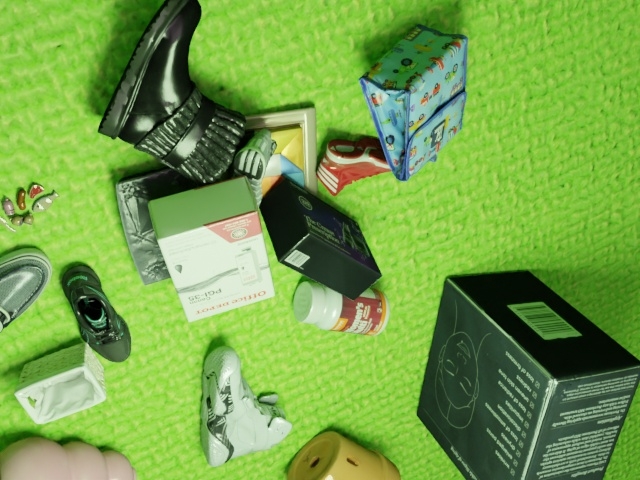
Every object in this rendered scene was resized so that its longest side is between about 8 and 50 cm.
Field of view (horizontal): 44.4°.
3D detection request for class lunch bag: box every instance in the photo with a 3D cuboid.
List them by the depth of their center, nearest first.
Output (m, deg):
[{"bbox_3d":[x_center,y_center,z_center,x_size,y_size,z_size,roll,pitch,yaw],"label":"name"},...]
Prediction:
[{"bbox_3d":[0.222,-0.287,1.746,0.221,0.138,0.293,-46,142,-26],"label":"lunch bag"}]

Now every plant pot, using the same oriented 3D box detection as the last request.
[{"bbox_3d":[0.045,0.662,2.137,0.291,0.291,0.203,-43,110,2],"label":"plant pot"}]

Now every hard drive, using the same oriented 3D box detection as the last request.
[{"bbox_3d":[-0.338,-0.038,1.689,0.171,0.054,0.255,-18,123,-15],"label":"hard drive"}]

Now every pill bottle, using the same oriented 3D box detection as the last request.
[{"bbox_3d":[0.051,0.166,1.941,0.221,0.121,0.121,10,112,-29],"label":"pill bottle"}]

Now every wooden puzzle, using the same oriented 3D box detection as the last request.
[{"bbox_3d":[-0.113,-0.173,1.724,0.238,0.044,0.221,-12,121,-19],"label":"wooden puzzle"}]

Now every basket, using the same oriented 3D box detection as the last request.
[{"bbox_3d":[-0.570,0.312,1.733,0.167,0.103,0.113,-21,124,0],"label":"basket"}]

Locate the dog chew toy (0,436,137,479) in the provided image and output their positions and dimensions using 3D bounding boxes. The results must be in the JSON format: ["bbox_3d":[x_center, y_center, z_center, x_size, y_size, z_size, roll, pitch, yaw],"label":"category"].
[{"bbox_3d":[-0.590,0.562,1.828,0.331,0.206,0.207,9,113,-37],"label":"dog chew toy"}]

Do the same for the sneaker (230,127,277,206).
[{"bbox_3d":[-0.139,-0.150,1.657,0.086,0.132,0.229,27,144,-4],"label":"sneaker"}]

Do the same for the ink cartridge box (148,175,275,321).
[{"bbox_3d":[-0.217,0.023,1.632,0.207,0.117,0.283,-17,140,-7],"label":"ink cartridge box"}]

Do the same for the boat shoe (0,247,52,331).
[{"bbox_3d":[-0.676,0.169,1.585,0.340,0.158,0.127,-42,126,2],"label":"boat shoe"}]

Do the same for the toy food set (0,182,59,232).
[{"bbox_3d":[-0.593,-0.069,1.575,0.122,0.019,0.078,-43,126,3],"label":"toy food set"}]

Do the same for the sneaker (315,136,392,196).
[{"bbox_3d":[0.082,-0.167,1.814,0.221,0.087,0.128,5,138,-33],"label":"sneaker"}]

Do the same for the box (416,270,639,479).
[{"bbox_3d":[0.520,0.402,2.068,0.297,0.480,0.472,-3,119,-24],"label":"box"}]

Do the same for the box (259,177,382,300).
[{"bbox_3d":[0.000,0.000,1.757,0.103,0.184,0.261,-43,136,18],"label":"box"}]

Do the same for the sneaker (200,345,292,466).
[{"bbox_3d":[-0.183,0.403,1.962,0.210,0.137,0.366,-6,124,-23],"label":"sneaker"}]

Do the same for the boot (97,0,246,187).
[{"bbox_3d":[-0.247,-0.292,1.522,0.260,0.131,0.348,25,115,-20],"label":"boot"}]

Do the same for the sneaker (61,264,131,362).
[{"bbox_3d":[-0.487,0.182,1.714,0.101,0.106,0.267,-27,126,-10],"label":"sneaker"}]
